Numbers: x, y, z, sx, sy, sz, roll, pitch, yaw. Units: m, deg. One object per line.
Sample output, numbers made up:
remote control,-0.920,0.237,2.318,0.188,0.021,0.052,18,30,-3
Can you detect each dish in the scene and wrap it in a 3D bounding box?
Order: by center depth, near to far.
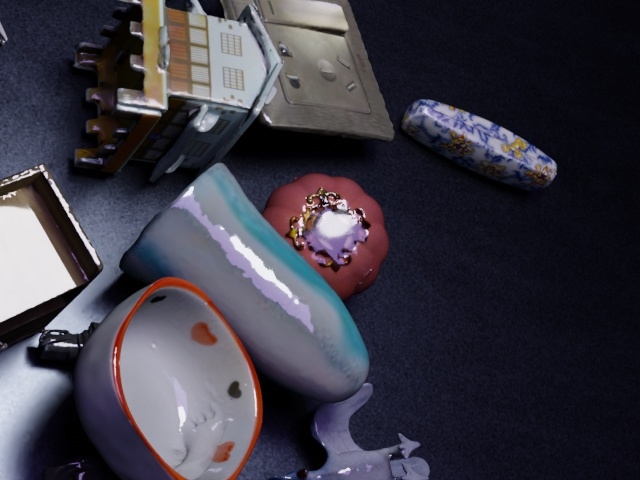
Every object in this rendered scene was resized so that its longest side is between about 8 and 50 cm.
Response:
dish,-0.188,0.179,1.607,0.256,0.117,0.256,34,45,-44

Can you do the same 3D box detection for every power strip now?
power strip,-0.032,-0.248,1.972,0.257,0.092,0.251,3,67,-42

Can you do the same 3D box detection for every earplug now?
earplug,-0.074,0.079,1.737,0.324,0.185,0.185,45,53,1

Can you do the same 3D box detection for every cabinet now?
cabinet,-0.381,0.046,1.576,0.175,0.215,0.148,-26,83,-37

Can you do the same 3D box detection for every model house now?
model house,-0.189,-0.195,1.795,0.215,0.224,0.198,6,64,-26

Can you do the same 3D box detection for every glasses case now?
glasses case,0.240,-0.142,2.096,0.248,0.087,0.065,26,69,-17

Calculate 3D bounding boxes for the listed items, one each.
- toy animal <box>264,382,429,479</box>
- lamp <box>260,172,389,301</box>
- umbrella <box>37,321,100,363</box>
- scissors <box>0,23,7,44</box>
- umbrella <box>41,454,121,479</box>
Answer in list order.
toy animal,0.044,0.292,1.782,0.255,0.176,0.239,26,52,-59
lamp,0.000,0.000,1.869,0.182,0.140,0.182,3,75,-11
umbrella,-0.230,0.140,1.711,0.236,0.059,0.066,8,40,-27
scissors,-0.443,-0.309,1.838,0.058,0.014,0.119,-26,78,-35
umbrella,-0.267,0.403,1.532,0.118,0.118,0.340,13,61,-23
